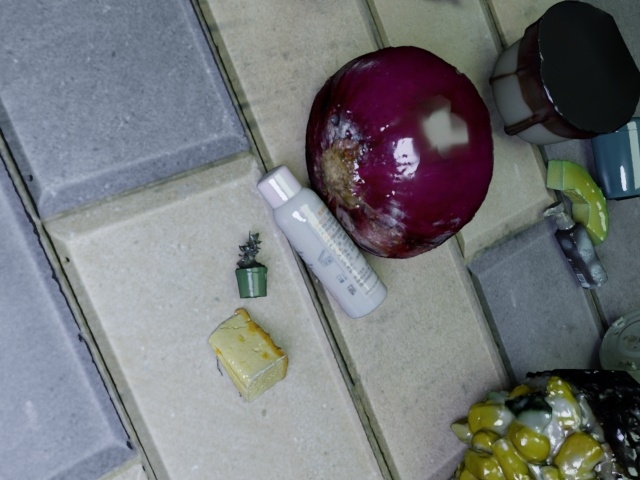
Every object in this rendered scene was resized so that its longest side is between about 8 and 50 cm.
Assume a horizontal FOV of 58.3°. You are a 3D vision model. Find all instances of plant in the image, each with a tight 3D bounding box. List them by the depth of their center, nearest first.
[{"bbox_3d":[-0.103,0.034,0.848,0.051,0.051,0.102,1,78,-31],"label":"plant"}]

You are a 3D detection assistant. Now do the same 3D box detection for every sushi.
[{"bbox_3d":[0.373,0.353,0.939,0.286,0.328,0.328,17,75,-17],"label":"sushi"}]

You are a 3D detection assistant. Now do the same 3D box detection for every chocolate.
[{"bbox_3d":[0.479,-0.324,1.178,0.284,0.186,0.283,2,84,-22],"label":"chocolate"}]

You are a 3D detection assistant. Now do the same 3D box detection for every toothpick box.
[{"bbox_3d":[0.703,-0.186,1.335,0.120,0.120,0.184,-7,89,-32],"label":"toothpick box"}]

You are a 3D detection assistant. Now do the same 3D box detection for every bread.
[{"bbox_3d":[-0.112,0.170,0.842,0.084,0.080,0.109,-35,66,-30],"label":"bread"}]

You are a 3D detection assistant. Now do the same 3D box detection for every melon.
[{"bbox_3d":[0.575,-0.091,1.277,0.209,0.064,0.118,46,67,-15],"label":"melon"}]

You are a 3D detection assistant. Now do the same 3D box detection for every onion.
[{"bbox_3d":[0.148,-0.143,0.912,0.282,0.260,0.336,-11,88,-37],"label":"onion"}]

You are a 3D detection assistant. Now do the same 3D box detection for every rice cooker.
[{"bbox_3d":[0.745,0.281,1.234,0.244,0.226,0.226,47,62,-20],"label":"rice cooker"}]

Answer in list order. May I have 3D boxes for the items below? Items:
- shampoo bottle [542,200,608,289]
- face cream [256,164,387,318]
[{"bbox_3d":[0.552,0.009,1.249,0.063,0.057,0.207,-37,102,-26],"label":"shampoo bottle"},{"bbox_3d":[0.000,0.000,0.898,0.082,0.082,0.269,-45,105,-28],"label":"face cream"}]
